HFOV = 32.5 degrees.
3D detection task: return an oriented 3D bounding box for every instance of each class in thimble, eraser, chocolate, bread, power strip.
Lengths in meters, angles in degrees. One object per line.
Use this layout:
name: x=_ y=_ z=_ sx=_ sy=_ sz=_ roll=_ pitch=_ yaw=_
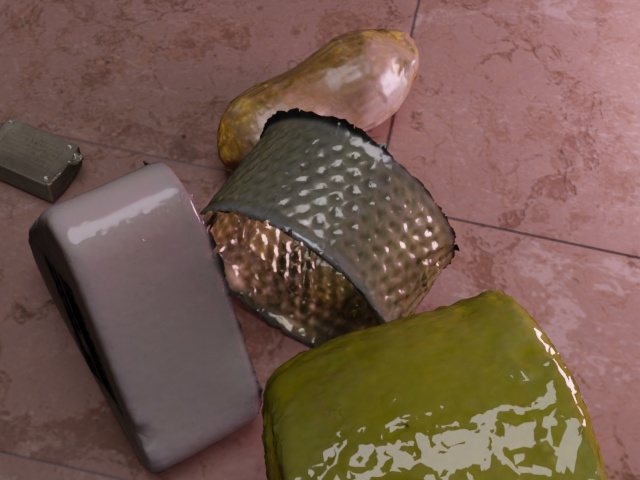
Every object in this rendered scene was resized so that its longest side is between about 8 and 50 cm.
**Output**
thimble: x=0.000 y=0.000 z=1.231 sx=0.270 sy=0.271 sz=0.150 roll=30 pitch=63 yaw=14
eraser: x=-0.187 y=0.089 z=1.190 sx=0.149 sy=0.331 sz=0.331 roll=-29 pitch=64 yaw=-19
chocolate: x=-0.003 y=-0.177 z=1.428 sx=0.309 sy=0.134 sz=0.134 roll=-34 pitch=66 yaw=-19
bread: x=0.099 y=0.235 z=1.056 sx=0.307 sy=0.348 sz=0.348 roll=-11 pitch=59 yaw=-3
power strip: x=-0.388 y=-0.112 z=1.401 sx=0.175 sy=0.042 sz=0.075 roll=24 pitch=58 yaw=12
